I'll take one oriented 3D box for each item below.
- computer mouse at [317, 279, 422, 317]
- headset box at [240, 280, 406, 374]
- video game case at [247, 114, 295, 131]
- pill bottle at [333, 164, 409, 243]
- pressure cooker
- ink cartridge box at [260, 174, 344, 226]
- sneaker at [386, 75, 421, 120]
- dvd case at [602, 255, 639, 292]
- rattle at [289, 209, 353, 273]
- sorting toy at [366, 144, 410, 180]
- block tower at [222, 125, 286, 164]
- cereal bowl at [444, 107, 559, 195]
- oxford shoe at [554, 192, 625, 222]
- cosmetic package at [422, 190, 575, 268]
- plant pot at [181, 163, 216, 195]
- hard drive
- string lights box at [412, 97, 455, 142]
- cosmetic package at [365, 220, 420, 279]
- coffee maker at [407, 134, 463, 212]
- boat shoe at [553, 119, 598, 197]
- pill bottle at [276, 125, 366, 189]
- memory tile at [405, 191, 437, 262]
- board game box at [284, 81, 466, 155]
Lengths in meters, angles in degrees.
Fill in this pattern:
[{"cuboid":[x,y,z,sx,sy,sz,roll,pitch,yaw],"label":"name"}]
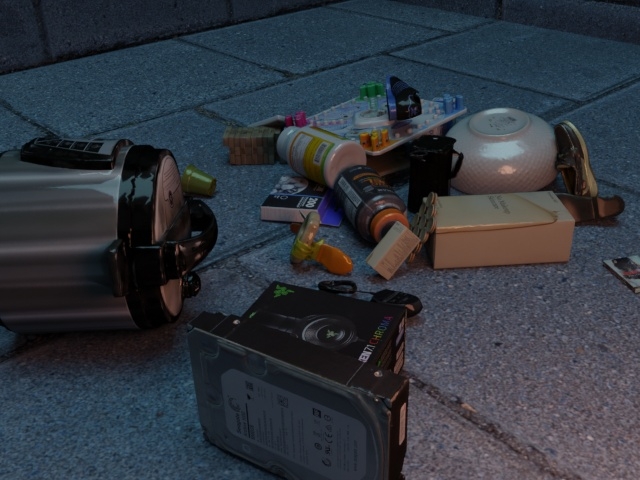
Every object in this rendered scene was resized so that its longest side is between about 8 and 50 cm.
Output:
[{"cuboid":[0.098,0.122,1.447,0.242,0.041,0.071,12,23,35],"label":"computer mouse"},{"cuboid":[-0.024,0.202,1.210,0.283,0.131,0.246,11,32,22],"label":"headset box"},{"cuboid":[-0.124,-0.352,2.183,0.143,0.019,0.157,6,-9,-42],"label":"video game case"},{"cuboid":[0.127,-0.078,1.694,0.130,0.131,0.246,-10,31,-14],"label":"pill bottle"},{"cuboid":[-0.411,-0.005,1.371,0.420,0.376,0.370,-2,60,0],"label":"pressure cooker"},{"cuboid":[-0.029,-0.108,1.841,0.208,0.045,0.206,6,30,12],"label":"ink cartridge box"},{"cuboid":[0.227,-0.391,1.935,0.090,0.081,0.232,-3,35,5],"label":"sneaker"},{"cuboid":[0.679,0.071,1.516,0.087,0.013,0.119,-8,31,-10],"label":"dvd case"},{"cuboid":[0.000,0.000,1.630,0.142,0.130,0.199,7,3,-5],"label":"rattle"},{"cuboid":[0.162,-0.204,1.995,0.274,0.046,0.132,-20,34,-29],"label":"sorting toy"},{"cuboid":[-0.119,-0.287,2.115,0.335,0.097,0.091,1,30,1],"label":"block tower"},{"cuboid":[0.490,-0.266,1.937,0.338,0.141,0.339,-8,36,6],"label":"cereal bowl"},{"cuboid":[0.633,-0.077,1.745,0.212,0.076,0.076,1,0,10],"label":"oxford shoe"},{"cuboid":[0.396,-0.026,1.606,0.309,0.113,0.160,-4,30,-3],"label":"cosmetic package"},{"cuboid":[-0.329,-0.158,1.924,0.079,0.083,0.083,19,34,10],"label":"plant pot"},{"cuboid":[-0.039,0.250,1.021,0.338,0.237,0.064,17,34,28],"label":"hard drive"},{"cuboid":[0.344,-0.323,2.105,0.076,0.133,0.260,7,31,21],"label":"string lights box"},{"cuboid":[0.156,0.022,1.527,0.115,0.060,0.041,-50,37,1],"label":"cosmetic package"},{"cuboid":[0.268,-0.160,1.779,0.171,0.178,0.120,-22,33,-35],"label":"coffee maker"},{"cuboid":[0.645,-0.199,1.814,0.073,0.224,0.080,-18,-4,-13],"label":"boat shoe"},{"cuboid":[-0.006,-0.227,1.870,0.136,0.136,0.245,-23,34,-32],"label":"pill bottle"},{"cuboid":[0.224,-0.028,1.572,0.012,0.148,0.113,16,48,-11],"label":"memory tile"},{"cuboid":[0.153,-0.367,2.041,0.389,0.050,0.390,-29,35,-33],"label":"board game box"}]
